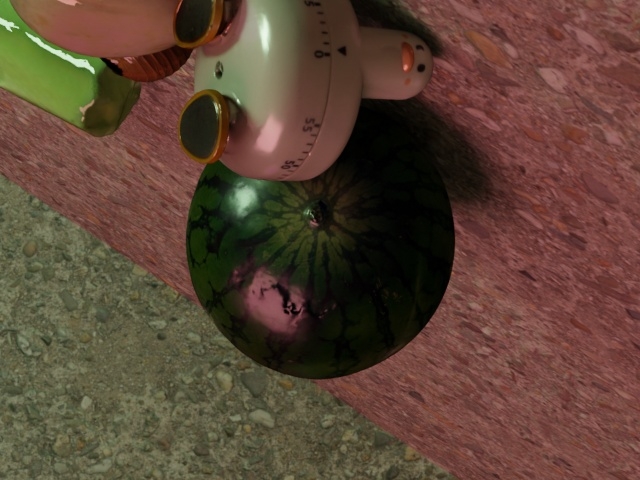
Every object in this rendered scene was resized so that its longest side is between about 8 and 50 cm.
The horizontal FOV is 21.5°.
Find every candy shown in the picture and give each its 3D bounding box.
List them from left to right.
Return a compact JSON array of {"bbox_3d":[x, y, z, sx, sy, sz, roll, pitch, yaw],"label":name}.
[{"bbox_3d":[-0.420,-0.272,2.481,0.344,0.132,0.142,28,179,25],"label":"candy"}]

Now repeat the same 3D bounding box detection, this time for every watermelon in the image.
[{"bbox_3d":[0.000,0.000,2.036,0.363,0.363,0.363,32,165,10],"label":"watermelon"}]

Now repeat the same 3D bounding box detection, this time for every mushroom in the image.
[{"bbox_3d":[-0.232,-0.312,1.873,0.246,0.202,0.246,-10,169,-2],"label":"mushroom"}]

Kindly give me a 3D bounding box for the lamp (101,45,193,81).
[{"bbox_3d":[-0.221,-0.263,2.092,0.136,0.136,0.136,32,165,10],"label":"lamp"}]

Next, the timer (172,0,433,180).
[{"bbox_3d":[-0.024,-0.178,1.808,0.240,0.233,0.233,1,-177,-30],"label":"timer"}]
